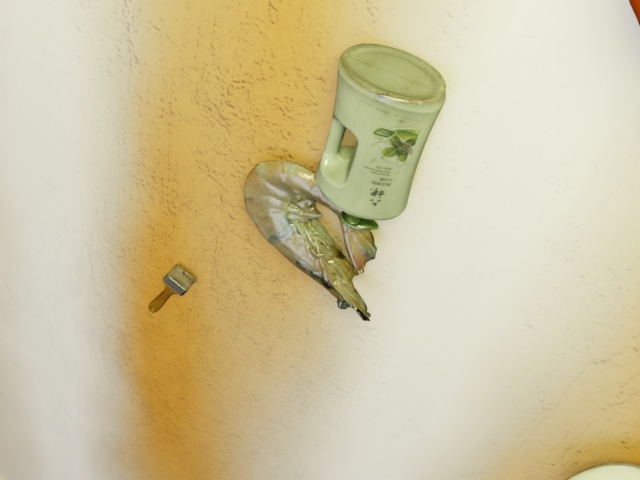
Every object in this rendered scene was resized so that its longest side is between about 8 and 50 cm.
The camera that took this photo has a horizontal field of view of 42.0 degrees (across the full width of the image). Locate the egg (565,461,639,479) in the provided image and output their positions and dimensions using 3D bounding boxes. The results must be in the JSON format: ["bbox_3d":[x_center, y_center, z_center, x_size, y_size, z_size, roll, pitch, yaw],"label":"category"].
[{"bbox_3d":[0.435,0.410,1.139,0.271,0.206,0.162,-17,157,33],"label":"egg"}]

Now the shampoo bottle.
[{"bbox_3d":[0.057,-0.098,0.943,0.118,0.087,0.234,22,139,7],"label":"shampoo bottle"}]

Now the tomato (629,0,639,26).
[{"bbox_3d":[0.346,-0.202,0.583,0.260,0.180,0.259,20,139,19],"label":"tomato"}]

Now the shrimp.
[{"bbox_3d":[0.009,-0.010,1.088,0.254,0.059,0.145,44,129,-5],"label":"shrimp"}]

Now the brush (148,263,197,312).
[{"bbox_3d":[-0.252,0.086,1.381,0.043,0.014,0.170,41,140,-7],"label":"brush"}]
